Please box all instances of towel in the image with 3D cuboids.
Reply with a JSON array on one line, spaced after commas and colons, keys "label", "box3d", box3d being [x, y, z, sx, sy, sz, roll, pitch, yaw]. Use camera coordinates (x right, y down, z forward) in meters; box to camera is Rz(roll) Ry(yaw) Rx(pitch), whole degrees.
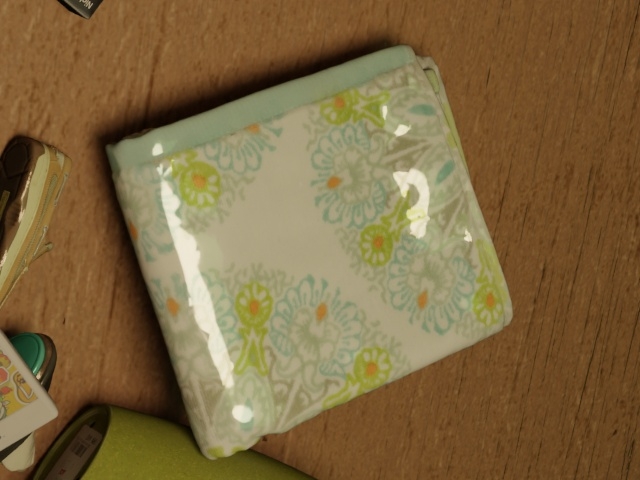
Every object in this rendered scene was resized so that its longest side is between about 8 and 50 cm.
[{"label": "towel", "box3d": [0.000, 0.000, 1.489, 0.374, 0.090, 0.320, -21, 95, -27]}]

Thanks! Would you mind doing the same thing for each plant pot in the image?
[{"label": "plant pot", "box3d": [-0.140, 0.298, 1.502, 0.293, 0.275, 0.275, 40, 84, -20]}]

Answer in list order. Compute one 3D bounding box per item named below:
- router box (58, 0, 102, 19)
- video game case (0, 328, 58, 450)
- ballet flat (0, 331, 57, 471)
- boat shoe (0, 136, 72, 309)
[{"label": "router box", "box3d": [-0.236, -0.301, 1.323, 0.179, 0.046, 0.133, 38, 85, -37]}, {"label": "video game case", "box3d": [-0.367, 0.127, 1.290, 0.206, 0.026, 0.227, -31, 127, -5]}, {"label": "ballet flat", "box3d": [-0.338, 0.203, 1.424, 0.280, 0.095, 0.096, -43, 135, 0]}, {"label": "boat shoe", "box3d": [-0.280, 0.002, 1.399, 0.072, 0.068, 0.190, 22, 95, -48]}]
